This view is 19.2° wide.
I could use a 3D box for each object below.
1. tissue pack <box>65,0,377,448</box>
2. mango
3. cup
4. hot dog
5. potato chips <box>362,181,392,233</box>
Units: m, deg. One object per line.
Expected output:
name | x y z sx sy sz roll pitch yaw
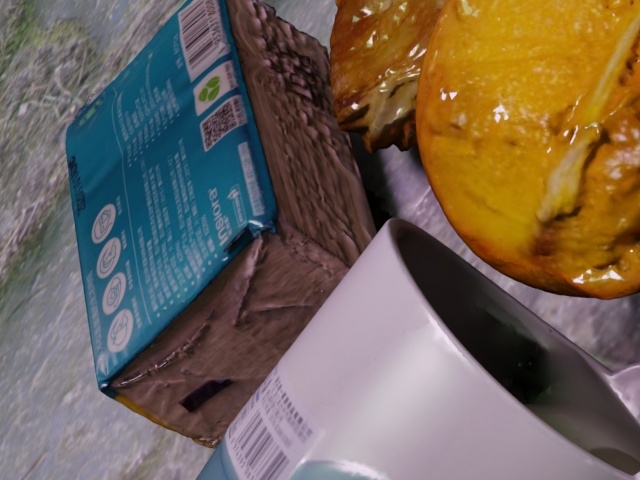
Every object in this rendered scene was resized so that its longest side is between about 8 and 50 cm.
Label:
tissue pack | -0.067 -0.019 1.302 0.192 0.134 0.270 -44 37 27
mango | 0.168 -0.122 1.033 0.199 0.201 0.350 -27 23 43
cup | 0.056 0.137 1.006 0.257 0.219 0.289 -52 3 12
hot dog | 0.079 -0.164 1.287 0.175 0.114 0.259 -25 48 35
potato chips | 0.000 0.000 1.341 0.142 0.026 0.209 -18 51 44
